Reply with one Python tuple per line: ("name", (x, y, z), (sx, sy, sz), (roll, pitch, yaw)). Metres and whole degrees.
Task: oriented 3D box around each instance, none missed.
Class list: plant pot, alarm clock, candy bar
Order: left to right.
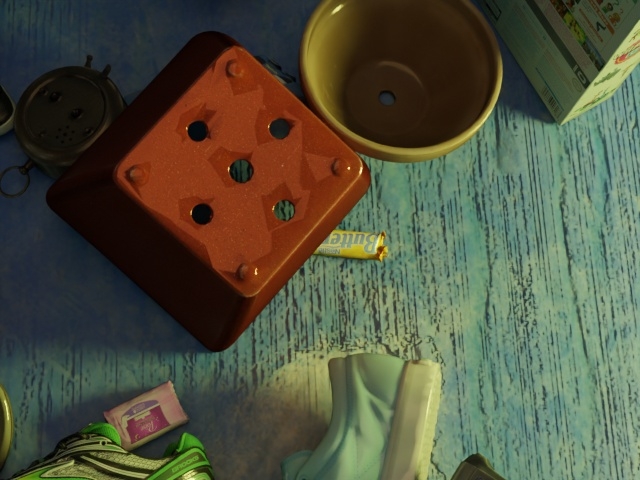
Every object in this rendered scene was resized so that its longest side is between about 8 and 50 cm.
("alarm clock", (-0.299, -0.123, 1.344), (0.129, 0.064, 0.192), (38, 81, 18))
("plant pot", (-0.100, -0.059, 1.217), (0.267, 0.236, 0.267), (43, 79, -8))
("candy bar", (0.000, 0.000, 1.369), (0.161, 0.018, 0.040), (6, 72, -4))
("plant pot", (0.087, -0.191, 1.392), (0.237, 0.110, 0.237), (2, 72, -8))

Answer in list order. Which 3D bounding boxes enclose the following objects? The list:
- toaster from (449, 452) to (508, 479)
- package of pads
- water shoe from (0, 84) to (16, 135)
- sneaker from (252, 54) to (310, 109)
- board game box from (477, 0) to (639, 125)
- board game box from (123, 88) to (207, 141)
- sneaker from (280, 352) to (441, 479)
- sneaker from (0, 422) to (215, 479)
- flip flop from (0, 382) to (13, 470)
("toaster", (0.177, 0.331, 1.197), (0.129, 0.227, 0.146), (30, 74, 35))
("package of pads", (-0.190, 0.193, 1.276), (0.083, 0.032, 0.050), (-25, 76, -13))
("water shoe", (-0.435, -0.199, 1.352), (0.203, 0.080, 0.073), (42, 73, 8))
("sneaker", (-0.059, -0.192, 1.407), (0.144, 0.053, 0.059), (20, 69, -1))
("board game box", (0.298, -0.302, 1.350), (0.097, 0.303, 0.224), (-28, 77, -14))
("board game box", (-0.194, -0.098, 1.370), (0.133, 0.033, 0.168), (23, 73, 15))
("sneaker", (0.024, 0.293, 1.232), (0.150, 0.135, 0.366), (9, 67, 15))
("sneaker", (-0.272, 0.264, 1.188), (0.343, 0.134, 0.146), (3, 68, -23))
("flip flop", (-0.417, 0.255, 1.205), (0.112, 0.080, 0.277), (33, 72, 5))
